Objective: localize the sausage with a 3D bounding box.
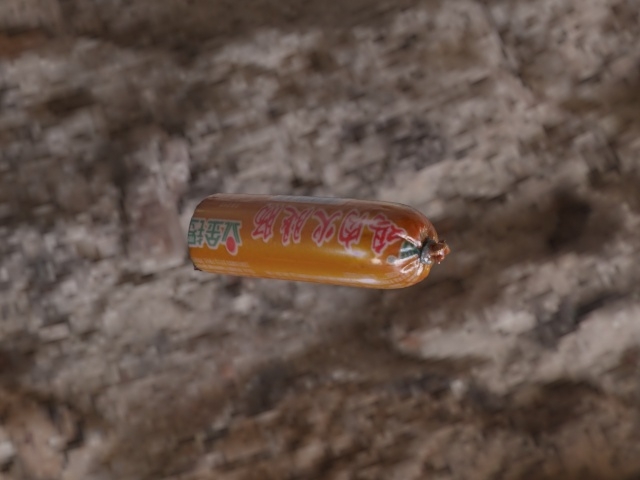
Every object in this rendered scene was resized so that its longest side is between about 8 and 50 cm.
[{"bbox_3d":[0.000,0.000,0.615,0.107,0.031,0.031,4,167,45],"label":"sausage"}]
